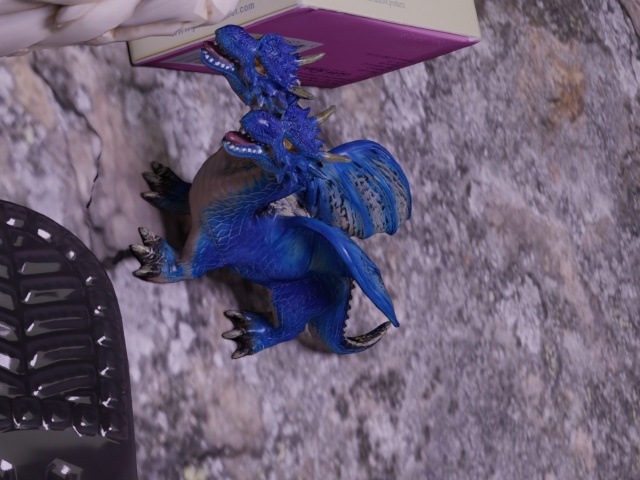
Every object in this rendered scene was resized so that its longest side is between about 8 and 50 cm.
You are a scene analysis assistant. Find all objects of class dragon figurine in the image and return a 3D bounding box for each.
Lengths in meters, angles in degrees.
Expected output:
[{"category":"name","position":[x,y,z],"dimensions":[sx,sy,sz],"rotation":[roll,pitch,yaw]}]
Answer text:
[{"category":"dragon figurine","position":[0.000,0.000,0.950],"dimensions":[0.289,0.144,0.085],"rotation":[44,43,-42]}]

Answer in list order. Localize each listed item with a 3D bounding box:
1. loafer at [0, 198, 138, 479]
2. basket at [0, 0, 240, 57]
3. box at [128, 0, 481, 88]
[{"category":"loafer","position":[-0.132,0.169,0.657],"dimensions":[0.134,0.130,0.366],"rotation":[17,57,-32]},{"category":"basket","position":[-0.189,-0.235,0.553],"dimensions":[0.266,0.331,0.328],"rotation":[61,31,-46]},{"category":"box","position":[-0.025,-0.224,1.036],"dimensions":[0.213,0.117,0.243],"rotation":[-2,80,-59]}]
